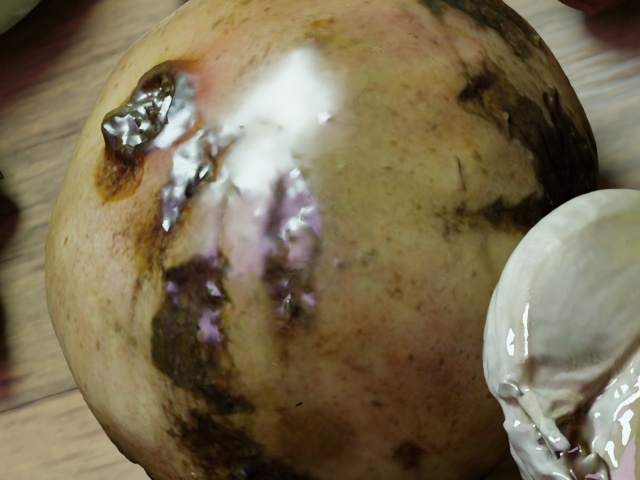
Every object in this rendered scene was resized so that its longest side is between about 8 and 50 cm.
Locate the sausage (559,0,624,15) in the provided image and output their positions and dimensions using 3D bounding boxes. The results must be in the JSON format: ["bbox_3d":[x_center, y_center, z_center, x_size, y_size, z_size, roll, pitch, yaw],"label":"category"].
[{"bbox_3d":[0.210,-0.247,0.999,0.279,0.152,0.152,-40,52,33],"label":"sausage"}]

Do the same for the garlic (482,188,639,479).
[{"bbox_3d":[0.168,0.089,0.817,0.178,0.143,0.229,-33,70,-23],"label":"garlic"}]

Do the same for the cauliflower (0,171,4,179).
[{"bbox_3d":[-0.348,-0.014,1.195,0.239,0.315,0.256,-1,90,21],"label":"cauliflower"}]

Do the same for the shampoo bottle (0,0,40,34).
[{"bbox_3d":[-0.324,-0.293,1.278,0.322,0.317,0.322,-21,55,33],"label":"shampoo bottle"}]

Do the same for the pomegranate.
[{"bbox_3d":[0.000,0.000,0.969,0.322,0.322,0.322,-13,64,28],"label":"pomegranate"}]
